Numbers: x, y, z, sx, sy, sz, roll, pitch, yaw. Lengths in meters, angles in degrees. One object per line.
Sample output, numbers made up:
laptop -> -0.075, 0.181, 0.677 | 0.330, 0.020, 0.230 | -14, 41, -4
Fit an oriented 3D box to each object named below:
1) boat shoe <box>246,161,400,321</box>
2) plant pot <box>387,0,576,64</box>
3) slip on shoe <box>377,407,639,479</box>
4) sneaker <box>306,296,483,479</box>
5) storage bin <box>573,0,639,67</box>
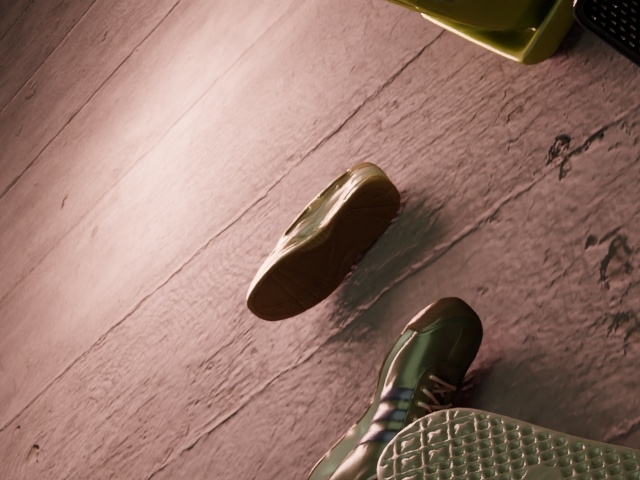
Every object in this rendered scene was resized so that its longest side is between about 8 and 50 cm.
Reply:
boat shoe -> 0.000, 0.000, 1.247 | 0.170, 0.063, 0.059 | -43, 29, 14
plant pot -> 0.119, -0.275, 1.133 | 0.228, 0.207, 0.227 | -58, 29, 6
slip on shoe -> 0.165, 0.183, 0.775 | 0.123, 0.101, 0.331 | -40, 32, -26
sneaker -> 0.067, 0.139, 1.011 | 0.192, 0.064, 0.086 | -56, 36, 11
storage bin -> 0.246, -0.148, 0.833 | 0.122, 0.180, 0.084 | -29, 43, 46
